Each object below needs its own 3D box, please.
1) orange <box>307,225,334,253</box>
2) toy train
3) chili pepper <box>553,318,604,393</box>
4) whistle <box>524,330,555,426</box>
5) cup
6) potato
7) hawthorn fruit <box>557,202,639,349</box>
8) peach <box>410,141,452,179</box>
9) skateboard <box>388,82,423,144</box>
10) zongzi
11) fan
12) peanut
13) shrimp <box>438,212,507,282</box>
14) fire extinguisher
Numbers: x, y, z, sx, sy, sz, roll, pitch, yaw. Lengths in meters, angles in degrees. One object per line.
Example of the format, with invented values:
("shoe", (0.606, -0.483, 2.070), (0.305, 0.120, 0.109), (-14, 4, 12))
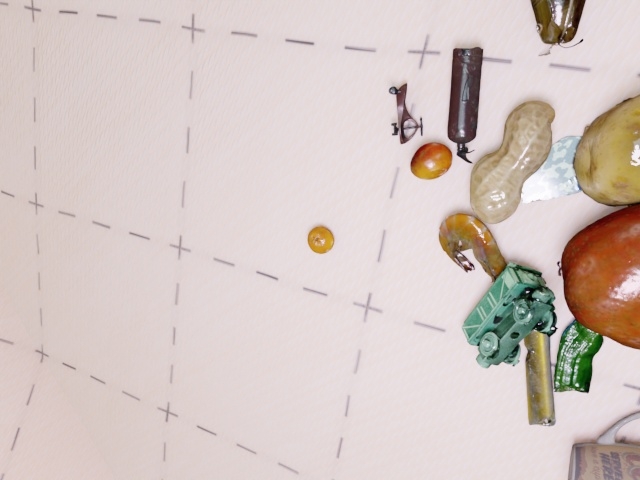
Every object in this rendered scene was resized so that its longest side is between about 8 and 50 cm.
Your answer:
("orange", (0.000, 0.000, 1.322), (0.083, 0.070, 0.083), (3, 98, 23))
("toy train", (0.462, 0.195, 1.098), (0.115, 0.154, 0.269), (17, 123, -10))
("chili pepper", (0.638, 0.287, 1.119), (0.098, 0.061, 0.224), (15, 109, 15))
("whistle", (0.563, 0.331, 1.162), (0.068, 0.057, 0.326), (-4, 100, 24))
("cup", (0.740, 0.547, 1.068), (0.257, 0.227, 0.301), (9, 76, 25))
("potato", (0.666, -0.194, 0.912), (0.285, 0.242, 0.242), (-33, 88, 26))
("hawthorn fruit", (0.685, 0.054, 0.909), (0.285, 0.285, 0.369), (50, 132, 6))
("peach", (0.277, -0.200, 1.141), (0.101, 0.101, 0.100), (5, 104, 22))
("skateboard", (0.222, -0.327, 1.165), (0.080, 0.067, 0.151), (-3, 106, 14))
("zongzi", (0.562, -0.551, 0.942), (0.241, 0.111, 0.247), (-16, 100, 19))
("fan", (0.581, -0.171, 1.066), (0.240, 0.009, 0.131), (-32, 90, 25))
("peanut", (0.446, -0.183, 1.064), (0.136, 0.120, 0.298), (29, 109, 10))
("shrimp", (0.399, 0.036, 1.157), (0.248, 0.068, 0.150), (52, 146, -1))
("fire extinguisher", (0.352, -0.323, 1.089), (0.072, 0.089, 0.267), (-4, 104, -21))
